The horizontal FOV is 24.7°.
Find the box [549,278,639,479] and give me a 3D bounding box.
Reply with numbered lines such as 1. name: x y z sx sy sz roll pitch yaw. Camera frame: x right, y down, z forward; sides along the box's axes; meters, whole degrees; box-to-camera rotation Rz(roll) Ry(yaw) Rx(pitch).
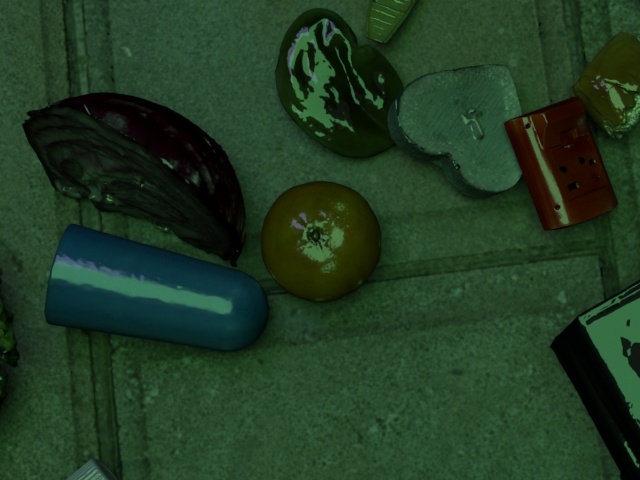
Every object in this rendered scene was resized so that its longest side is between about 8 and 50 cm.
1. box: 0.472 0.118 1.739 0.345 0.251 0.204 -30 79 -3

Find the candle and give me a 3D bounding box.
1. candle: 0.189 -0.155 1.879 0.192 0.068 0.168 37 74 -6

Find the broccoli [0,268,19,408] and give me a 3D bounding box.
1. broccoli: -0.550 0.138 1.805 0.338 0.317 0.277 12 64 -33

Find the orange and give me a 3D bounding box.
1. orange: 0.000 0.000 1.853 0.156 0.124 0.156 -1 77 5

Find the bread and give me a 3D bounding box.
1. bread: 0.390 -0.201 1.882 0.106 0.082 0.125 45 89 2

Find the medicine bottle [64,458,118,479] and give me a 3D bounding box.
1. medicine bottle: -0.340 0.363 1.835 0.203 0.083 0.083 -44 80 -3

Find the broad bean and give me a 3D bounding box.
1. broad bean: 0.022 -0.204 1.912 0.153 0.072 0.207 -27 80 0

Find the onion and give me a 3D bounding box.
1. onion: -0.209 -0.110 1.826 0.314 0.280 0.146 29 69 8

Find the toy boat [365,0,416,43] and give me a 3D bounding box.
1. toy boat: 0.103 -0.338 1.933 0.065 0.066 0.172 21 82 5

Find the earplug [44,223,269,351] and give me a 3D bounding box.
1. earplug: -0.200 0.071 1.858 0.273 0.132 0.132 12 81 2

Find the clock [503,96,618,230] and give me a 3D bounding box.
1. clock: 0.313 -0.098 1.850 0.113 0.061 0.155 -21 92 -30
